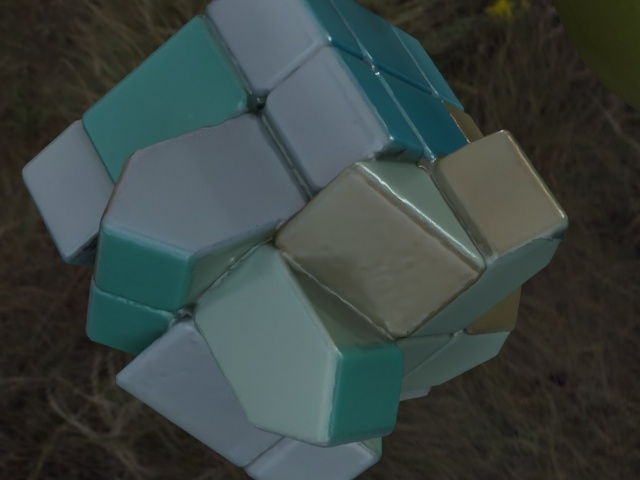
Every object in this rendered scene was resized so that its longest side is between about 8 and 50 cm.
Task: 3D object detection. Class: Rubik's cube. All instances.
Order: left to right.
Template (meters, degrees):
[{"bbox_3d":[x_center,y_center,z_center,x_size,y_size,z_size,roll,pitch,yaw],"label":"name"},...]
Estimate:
[{"bbox_3d":[0.000,0.000,0.666,0.224,0.265,0.213,-38,68,20],"label":"Rubik's cube"}]

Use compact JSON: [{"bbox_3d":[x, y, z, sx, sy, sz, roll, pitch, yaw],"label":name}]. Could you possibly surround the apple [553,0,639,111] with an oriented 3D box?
[{"bbox_3d":[0.282,-0.227,0.896,0.295,0.258,0.233,-44,34,-3],"label":"apple"}]
